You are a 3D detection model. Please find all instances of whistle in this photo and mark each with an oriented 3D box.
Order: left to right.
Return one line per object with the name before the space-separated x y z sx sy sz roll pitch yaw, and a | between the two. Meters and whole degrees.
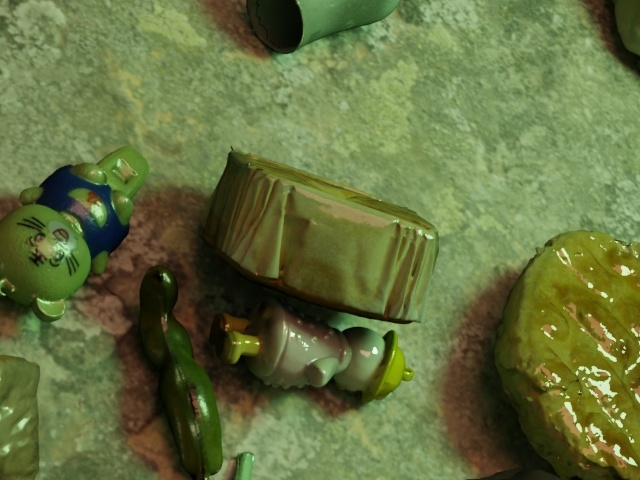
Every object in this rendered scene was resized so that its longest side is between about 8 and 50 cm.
whistle | -0.224 -0.015 1.804 0.105 0.085 0.227 46 47 -5

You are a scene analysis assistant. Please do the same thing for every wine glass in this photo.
wine glass | 0.032 -0.274 2.120 0.231 0.103 0.103 -28 75 -37

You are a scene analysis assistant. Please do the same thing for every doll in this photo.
doll | -0.003 0.103 1.849 0.207 0.081 0.129 14 20 -26

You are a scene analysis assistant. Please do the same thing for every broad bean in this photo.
broad bean | -0.123 0.126 1.779 0.048 0.070 0.213 -12 73 -16

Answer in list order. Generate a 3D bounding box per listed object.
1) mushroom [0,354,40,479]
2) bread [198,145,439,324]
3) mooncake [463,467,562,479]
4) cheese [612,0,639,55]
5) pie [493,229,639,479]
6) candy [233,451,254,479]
mushroom | -0.350 0.124 1.479 0.297 0.290 0.297 25 60 -56
bread | -0.002 0.000 1.854 0.210 0.109 0.192 19 7 -16
mooncake | 0.165 0.383 1.630 0.381 0.212 0.350 39 60 19
cheese | 0.465 -0.294 2.373 0.326 0.115 0.318 38 48 2
pie | 0.315 0.136 1.985 0.339 0.083 0.339 20 47 -23
candy | -0.080 0.306 1.676 0.093 0.092 0.335 -3 43 12
